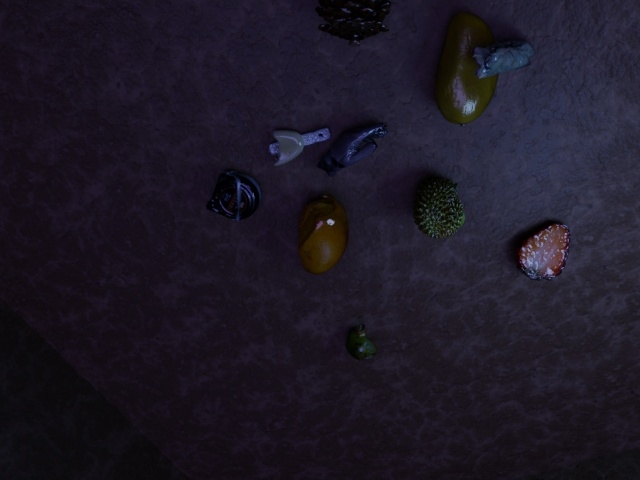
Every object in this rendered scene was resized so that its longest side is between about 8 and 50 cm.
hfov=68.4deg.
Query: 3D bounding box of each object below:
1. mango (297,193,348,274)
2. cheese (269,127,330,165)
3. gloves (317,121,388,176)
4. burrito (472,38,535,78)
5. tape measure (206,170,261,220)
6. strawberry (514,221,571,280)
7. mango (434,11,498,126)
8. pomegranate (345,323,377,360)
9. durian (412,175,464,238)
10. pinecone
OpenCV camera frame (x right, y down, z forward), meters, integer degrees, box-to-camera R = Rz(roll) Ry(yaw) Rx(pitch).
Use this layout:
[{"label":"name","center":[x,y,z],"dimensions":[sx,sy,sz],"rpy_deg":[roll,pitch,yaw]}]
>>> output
[{"label":"mango","center":[0.000,0.000,1.808],"dimensions":[0.199,0.201,0.349],"rpy_deg":[25,131,24]},{"label":"cheese","center":[-0.077,-0.352,1.691],"dimensions":[0.235,0.049,0.127],"rpy_deg":[-12,116,12]},{"label":"gloves","center":[0.112,-0.321,1.652],"dimensions":[0.286,0.142,0.119],"rpy_deg":[-31,140,19]},{"label":"burrito","center":[0.560,-0.556,1.422],"dimensions":[0.066,0.309,0.096],"rpy_deg":[15,121,47]},{"label":"tape measure","center":[-0.319,-0.166,1.784],"dimensions":[0.181,0.107,0.182],"rpy_deg":[29,117,-8]},{"label":"strawberry","center":[0.850,0.037,1.810],"dimensions":[0.190,0.111,0.236],"rpy_deg":[33,94,-2]},{"label":"mango","center":[0.470,-0.533,1.493],"dimensions":[0.195,0.142,0.331],"rpy_deg":[4,111,-13]},{"label":"pomegranate","center":[0.167,0.446,2.061],"dimensions":[0.122,0.143,0.169],"rpy_deg":[-22,124,16]},{"label":"durian","center":[0.418,-0.121,1.680],"dimensions":[0.177,0.236,0.200],"rpy_deg":[21,135,-1]},{"label":"pinecone","center":[0.097,-0.712,1.388],"dimensions":[0.224,0.224,0.272],"rpy_deg":[-4,99,7]}]
